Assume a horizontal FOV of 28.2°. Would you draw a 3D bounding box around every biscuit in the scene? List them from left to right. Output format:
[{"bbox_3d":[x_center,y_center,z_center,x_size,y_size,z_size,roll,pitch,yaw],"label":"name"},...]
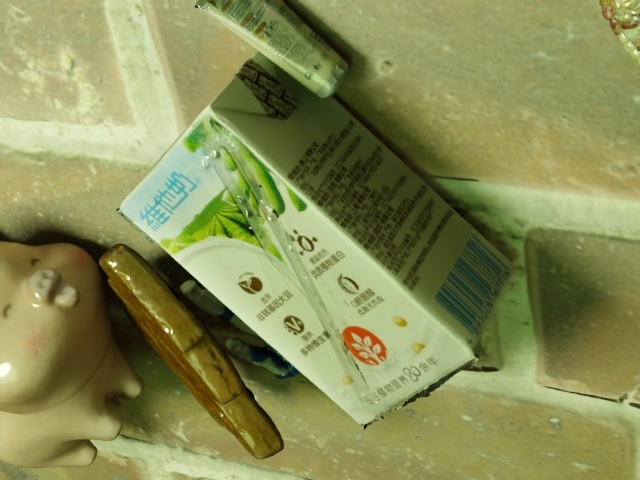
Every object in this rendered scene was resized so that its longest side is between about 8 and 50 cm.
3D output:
[{"bbox_3d":[-0.142,0.099,1.308,0.278,0.043,0.301,42,165,34],"label":"biscuit"}]

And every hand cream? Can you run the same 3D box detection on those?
[{"bbox_3d":[-0.039,-0.178,1.103,0.143,0.061,0.039,40,168,-11],"label":"hand cream"}]

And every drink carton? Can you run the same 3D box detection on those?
[{"bbox_3d":[0.000,0.001,1.184,0.324,0.132,0.194,42,137,-8],"label":"drink carton"}]

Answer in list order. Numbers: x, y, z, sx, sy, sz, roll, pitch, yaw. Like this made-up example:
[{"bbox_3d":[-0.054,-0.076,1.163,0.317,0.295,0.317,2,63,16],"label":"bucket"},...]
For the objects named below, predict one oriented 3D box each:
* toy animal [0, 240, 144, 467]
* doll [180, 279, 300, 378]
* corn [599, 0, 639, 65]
[{"bbox_3d":[-0.334,0.133,1.455,0.269,0.237,0.326,25,141,-9],"label":"toy animal"},{"bbox_3d":[-0.040,0.091,1.317,0.227,0.114,0.057,43,162,-23],"label":"doll"},{"bbox_3d":[0.298,-0.123,0.948,0.237,0.079,0.079,42,136,-16],"label":"corn"}]
